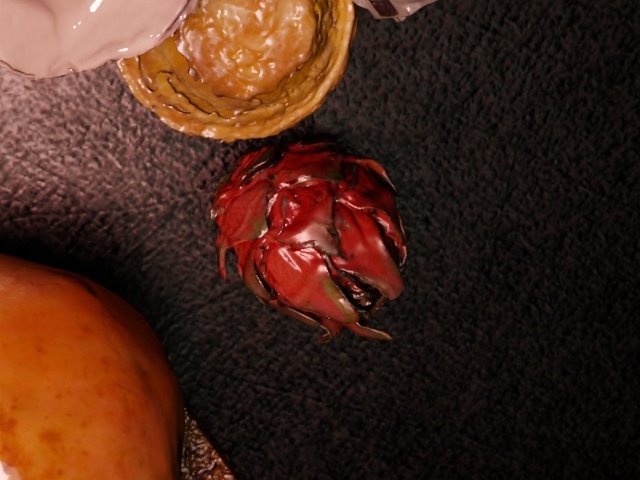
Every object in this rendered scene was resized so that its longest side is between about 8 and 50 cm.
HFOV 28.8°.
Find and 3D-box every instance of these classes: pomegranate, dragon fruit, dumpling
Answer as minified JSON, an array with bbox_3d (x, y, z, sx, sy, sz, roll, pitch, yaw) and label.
[{"bbox_3d":[-0.300,0.205,1.075,0.410,0.410,0.410,-2,103,-9],"label":"pomegranate"},{"bbox_3d":[-0.006,-0.007,1.162,0.188,0.182,0.182,35,95,-26],"label":"dragon fruit"},{"bbox_3d":[-0.250,-0.313,1.049,0.260,0.181,0.341,-21,110,17],"label":"dumpling"}]

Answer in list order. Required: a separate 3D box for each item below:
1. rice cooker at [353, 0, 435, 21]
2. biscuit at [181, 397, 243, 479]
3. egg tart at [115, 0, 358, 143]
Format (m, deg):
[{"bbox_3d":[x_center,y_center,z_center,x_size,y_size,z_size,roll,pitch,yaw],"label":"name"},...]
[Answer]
[{"bbox_3d":[0.064,-0.356,1.042,0.316,0.264,0.317,-3,100,-19],"label":"rice cooker"},{"bbox_3d":[-0.142,0.200,1.255,0.064,0.034,0.199,-32,105,-1],"label":"biscuit"},{"bbox_3d":[-0.074,-0.202,1.139,0.241,0.106,0.241,-3,104,-14],"label":"egg tart"}]
